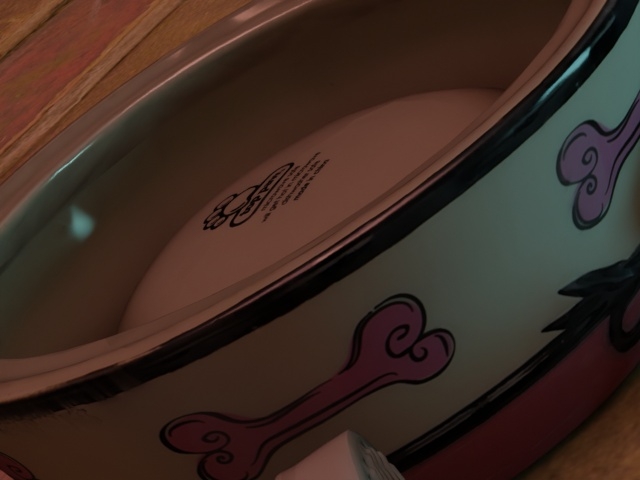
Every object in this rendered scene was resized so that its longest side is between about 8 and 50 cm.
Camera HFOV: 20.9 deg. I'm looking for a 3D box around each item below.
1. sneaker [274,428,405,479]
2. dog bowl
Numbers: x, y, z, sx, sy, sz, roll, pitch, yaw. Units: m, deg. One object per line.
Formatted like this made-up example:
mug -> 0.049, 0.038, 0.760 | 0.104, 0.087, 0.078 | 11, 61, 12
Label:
sneaker -> -0.005, 0.189, 0.491 | 0.150, 0.135, 0.366 | -38, 12, 7
dog bowl -> 0.000, 0.000, 0.844 | 0.408, 0.150, 0.408 | -28, 22, 12
